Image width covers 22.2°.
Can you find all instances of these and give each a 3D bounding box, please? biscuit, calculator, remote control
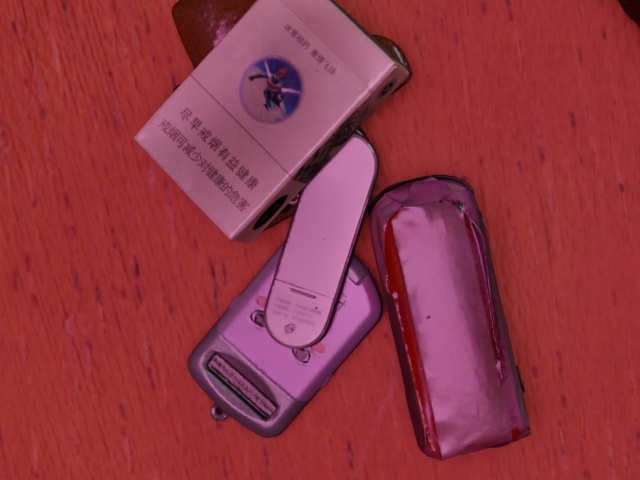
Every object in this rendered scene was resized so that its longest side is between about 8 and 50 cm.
[{"bbox_3d":[-0.047,-0.144,1.807,0.278,0.043,0.301,12,94,8],"label":"biscuit"},{"bbox_3d":[-0.041,0.108,1.818,0.141,0.045,0.246,42,98,5],"label":"calculator"},{"bbox_3d":[0.000,0.000,1.773,0.077,0.022,0.245,18,94,11],"label":"remote control"}]

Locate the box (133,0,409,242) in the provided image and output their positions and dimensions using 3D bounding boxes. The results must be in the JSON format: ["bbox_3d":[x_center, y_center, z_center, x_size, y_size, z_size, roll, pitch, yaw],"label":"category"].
[{"bbox_3d":[-0.054,-0.144,1.742,0.256,0.069,0.164,-46,76,9],"label":"box"}]

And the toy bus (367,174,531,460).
[{"bbox_3d":[0.137,0.081,1.744,0.127,0.147,0.302,-12,92,3],"label":"toy bus"}]

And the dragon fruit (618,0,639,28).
[{"bbox_3d":[0.341,-0.332,1.661,0.147,0.211,0.282,-33,90,5],"label":"dragon fruit"}]
